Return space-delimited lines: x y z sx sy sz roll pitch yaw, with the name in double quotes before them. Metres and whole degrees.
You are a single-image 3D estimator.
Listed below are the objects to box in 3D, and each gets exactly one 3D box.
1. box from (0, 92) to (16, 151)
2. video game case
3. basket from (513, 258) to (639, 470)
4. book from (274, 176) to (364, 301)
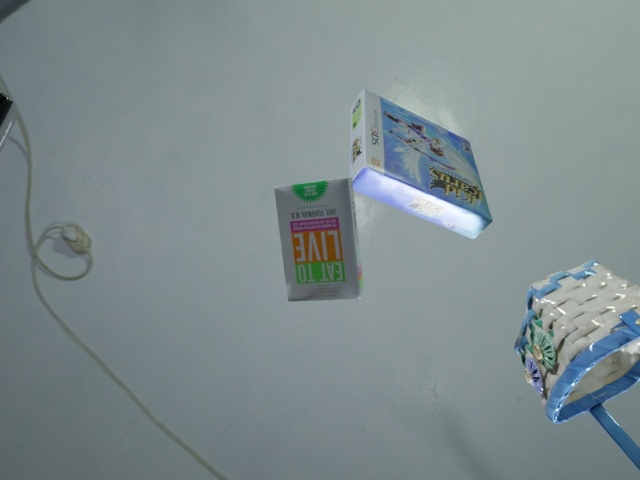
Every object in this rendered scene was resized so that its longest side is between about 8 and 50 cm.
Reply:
"box" -0.304 -0.056 0.251 0.180 0.077 0.147 27 76 -30
"video game case" 0.185 -0.151 0.850 0.269 0.061 0.244 20 47 -17
"basket" 0.429 0.196 0.642 0.201 0.255 0.289 -24 43 -13
"book" 0.000 0.000 0.545 0.096 0.035 0.144 -5 97 22
